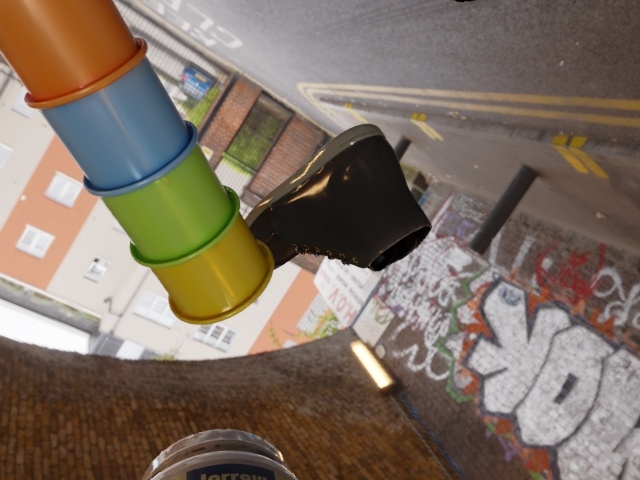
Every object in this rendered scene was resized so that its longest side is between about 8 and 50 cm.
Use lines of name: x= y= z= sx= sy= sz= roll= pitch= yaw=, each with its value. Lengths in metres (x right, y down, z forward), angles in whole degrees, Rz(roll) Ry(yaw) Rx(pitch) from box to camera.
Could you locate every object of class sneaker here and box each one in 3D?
sneaker: x=0.000 y=0.000 z=0.519 sx=0.083 sy=0.222 sz=0.118 roll=-6 pitch=-118 yaw=-46

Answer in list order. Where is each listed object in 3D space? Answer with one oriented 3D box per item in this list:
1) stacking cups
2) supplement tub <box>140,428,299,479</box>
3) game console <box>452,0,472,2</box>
stacking cups: x=-0.126 y=-0.076 z=0.332 sx=0.096 sy=0.096 sz=0.316 roll=39 pitch=159 yaw=45
supplement tub: x=-0.097 y=0.367 z=0.522 sx=0.235 sy=0.235 sz=0.325 roll=31 pitch=-175 yaw=-19
game console: x=0.053 y=-0.308 z=0.249 sx=0.361 sy=0.213 sz=0.044 roll=56 pitch=-155 yaw=-29
